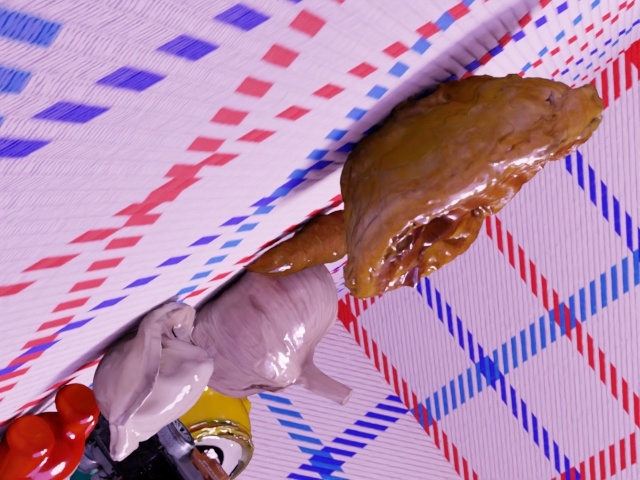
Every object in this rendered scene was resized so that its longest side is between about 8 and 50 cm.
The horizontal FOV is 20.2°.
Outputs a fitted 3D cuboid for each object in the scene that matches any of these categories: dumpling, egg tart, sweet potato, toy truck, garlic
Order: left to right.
[{"bbox_3d":[-0.180,0.141,1.939,0.136,0.118,0.199,108,4,-58],"label":"dumpling"},{"bbox_3d":[-0.175,0.320,2.292,0.133,0.338,0.184,-38,176,8],"label":"toy truck"},{"bbox_3d":[-0.046,0.135,2.275,0.218,0.212,0.218,-40,170,-8],"label":"garlic"},{"bbox_3d":[0.000,0.000,2.225,0.067,0.067,0.274,-41,169,36],"label":"sweet potato"},{"bbox_3d":[0.141,-0.082,1.881,0.351,0.153,0.339,-34,174,-38],"label":"egg tart"}]

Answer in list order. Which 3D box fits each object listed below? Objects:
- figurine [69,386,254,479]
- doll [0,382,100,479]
[{"bbox_3d":[-0.252,0.326,2.660,0.340,0.231,0.323,-44,151,-5],"label":"figurine"},{"bbox_3d":[-0.356,0.280,2.062,0.200,0.105,0.336,-37,169,-43],"label":"doll"}]
